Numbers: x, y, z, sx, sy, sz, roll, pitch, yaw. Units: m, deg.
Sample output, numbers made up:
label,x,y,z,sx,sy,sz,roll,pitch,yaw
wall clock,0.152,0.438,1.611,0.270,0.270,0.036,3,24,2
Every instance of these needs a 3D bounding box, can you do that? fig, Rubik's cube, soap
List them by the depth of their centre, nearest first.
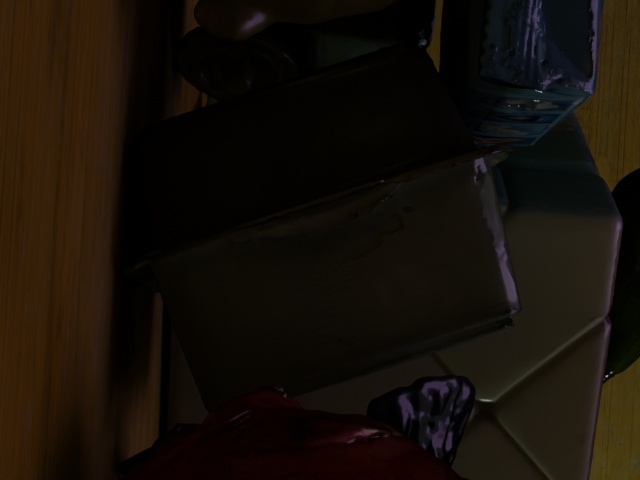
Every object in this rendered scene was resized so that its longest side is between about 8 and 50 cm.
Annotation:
label,x,y,z,sx,sy,sz,roll,pitch,yaw
soap,0.117,-0.142,1.051,0.293,0.077,0.156,112,-17,-88
fig,0.254,0.033,1.332,0.117,0.117,0.177,-87,-169,-81
Rubik's cube,0.049,0.068,1.378,0.316,0.322,0.318,-81,175,-72

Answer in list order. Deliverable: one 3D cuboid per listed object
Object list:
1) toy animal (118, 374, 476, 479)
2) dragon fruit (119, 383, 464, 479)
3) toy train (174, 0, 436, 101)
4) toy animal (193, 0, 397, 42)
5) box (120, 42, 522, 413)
label,x,y,z,sx,sy,sz,roll,pitch,yaw
toy animal,-0.016,0.184,0.961,0.122,0.298,0.185,15,46,-49
dragon fruit,-0.008,0.187,0.760,0.252,0.241,0.240,4,-89,58
toy train,-0.007,-0.187,1.161,0.261,0.178,0.134,92,2,-59
toy animal,-0.010,-0.281,0.836,0.181,0.180,0.363,-98,-178,-52
box,0.000,0.000,1.029,0.290,0.221,0.166,105,-33,-86
